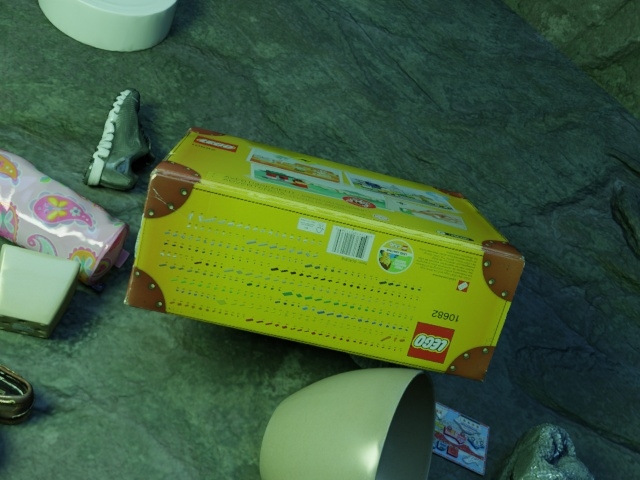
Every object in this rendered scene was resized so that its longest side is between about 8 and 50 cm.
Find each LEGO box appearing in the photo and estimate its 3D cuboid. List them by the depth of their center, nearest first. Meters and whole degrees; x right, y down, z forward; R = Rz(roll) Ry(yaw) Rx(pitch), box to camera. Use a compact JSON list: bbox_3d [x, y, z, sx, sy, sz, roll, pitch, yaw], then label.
[{"bbox_3d":[0.000,0.000,1.087,0.501,0.193,0.372,13,16,-6],"label":"LEGO box"}]

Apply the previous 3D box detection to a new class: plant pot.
[{"bbox_3d":[0.029,0.304,0.990,0.191,0.284,0.284,8,41,24],"label":"plant pot"},{"bbox_3d":[-0.417,0.081,1.029,0.109,0.109,0.096,15,60,-16],"label":"plant pot"}]

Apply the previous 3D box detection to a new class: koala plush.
[{"bbox_3d":[0.390,0.418,1.109,0.221,0.196,0.203,37,36,10],"label":"koala plush"}]

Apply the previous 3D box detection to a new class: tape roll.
[{"bbox_3d":[-0.449,-0.534,1.513,0.286,0.100,0.286,14,50,-16],"label":"tape roll"}]

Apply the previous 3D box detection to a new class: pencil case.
[{"bbox_3d":[-0.436,-0.042,1.110,0.284,0.124,0.124,30,46,-3],"label":"pencil case"}]

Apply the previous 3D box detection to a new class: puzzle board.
[{"bbox_3d":[0.229,0.332,1.213,0.128,0.011,0.096,27,47,-6],"label":"puzzle board"}]

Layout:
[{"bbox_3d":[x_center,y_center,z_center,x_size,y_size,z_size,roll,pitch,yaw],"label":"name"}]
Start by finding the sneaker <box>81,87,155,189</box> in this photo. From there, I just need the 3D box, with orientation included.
[{"bbox_3d":[-0.348,-0.178,1.293,0.106,0.078,0.234,19,51,-16],"label":"sneaker"}]

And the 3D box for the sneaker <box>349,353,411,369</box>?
[{"bbox_3d":[0.157,0.152,1.278,0.297,0.111,0.129,-9,43,-37],"label":"sneaker"}]

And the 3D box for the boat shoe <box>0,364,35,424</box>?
[{"bbox_3d":[-0.476,0.173,0.942,0.207,0.073,0.073,23,48,-7],"label":"boat shoe"}]
